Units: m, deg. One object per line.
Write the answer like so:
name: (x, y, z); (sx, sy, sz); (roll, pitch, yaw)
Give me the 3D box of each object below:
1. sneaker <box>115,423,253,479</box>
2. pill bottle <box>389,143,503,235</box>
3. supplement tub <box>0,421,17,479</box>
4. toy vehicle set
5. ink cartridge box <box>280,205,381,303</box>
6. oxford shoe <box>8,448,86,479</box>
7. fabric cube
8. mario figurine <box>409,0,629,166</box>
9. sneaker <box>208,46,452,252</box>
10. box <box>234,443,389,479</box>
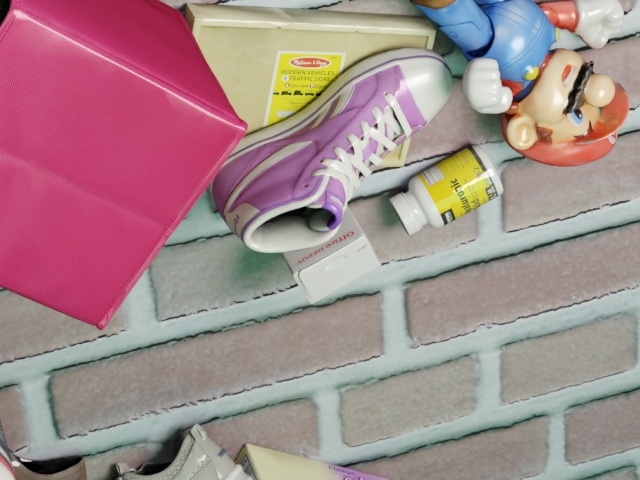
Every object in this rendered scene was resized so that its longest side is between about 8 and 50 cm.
sneaker: (-0.216, 0.312, 2.179); (0.281, 0.105, 0.115); (-33, 91, 9)
pill bottle: (0.137, -0.053, 2.073); (0.116, 0.065, 0.065); (-29, 127, 0)
supplement tub: (-0.416, 0.215, 1.905); (0.191, 0.272, 0.191); (-10, 125, -15)
toy vehicle set: (-0.022, -0.159, 1.959); (0.267, 0.035, 0.166); (1, 121, -22)
ink cartridge box: (0.000, 0.000, 2.017); (0.089, 0.122, 0.052); (-29, 127, 0)
oxford shoe: (-0.389, 0.268, 2.079); (0.271, 0.097, 0.098); (8, 100, -31)
fabric cube: (-0.267, -0.119, 1.754); (0.258, 0.254, 0.259); (26, 109, -32)
mario figurine: (0.231, -0.201, 1.949); (0.198, 0.170, 0.320); (-40, 125, 5)
sneaker: (0.031, -0.079, 1.910); (0.282, 0.161, 0.102); (-33, 126, 1)
box: (0.008, 0.374, 2.193); (0.214, 0.243, 0.117); (17, 115, -30)
